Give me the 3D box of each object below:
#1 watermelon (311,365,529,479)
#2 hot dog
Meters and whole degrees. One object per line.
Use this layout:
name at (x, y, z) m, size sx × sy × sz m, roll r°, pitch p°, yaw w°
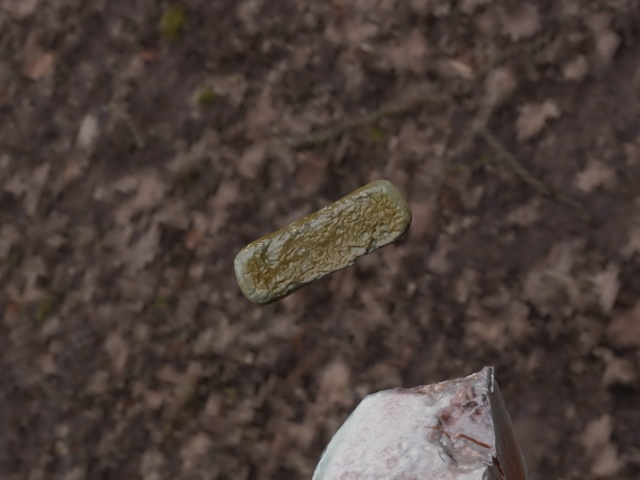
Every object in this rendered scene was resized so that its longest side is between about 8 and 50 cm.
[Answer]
watermelon at (0.104, 0.249, 1.497) m, size 0.305 × 0.224 × 0.180 m, roll -88°, pitch 18°, yaw -55°
hot dog at (0.000, 0.000, 0.896) m, size 0.090 × 0.030 × 0.034 m, roll -27°, pitch 9°, yaw -3°
